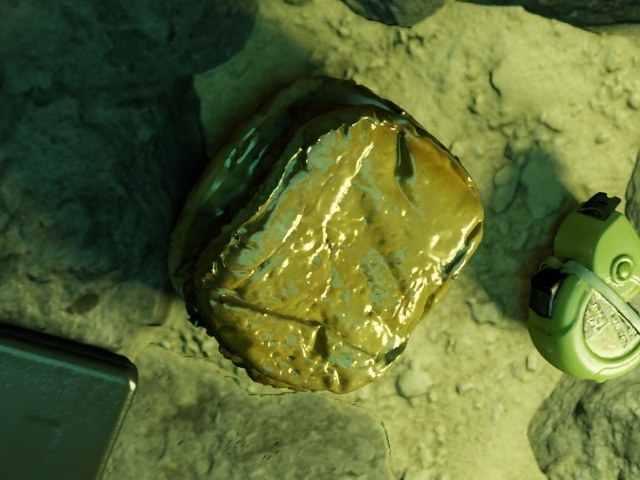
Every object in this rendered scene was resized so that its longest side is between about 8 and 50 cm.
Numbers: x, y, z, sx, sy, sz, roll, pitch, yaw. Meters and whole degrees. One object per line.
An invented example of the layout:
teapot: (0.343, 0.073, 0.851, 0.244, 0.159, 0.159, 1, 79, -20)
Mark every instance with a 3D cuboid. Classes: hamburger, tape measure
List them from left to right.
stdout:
hamburger: (0.000, -0.001, 1.291, 0.283, 0.144, 0.259, -49, 119, -2)
tape measure: (0.284, 0.066, 1.429, 0.154, 0.087, 0.177, -44, 117, -13)

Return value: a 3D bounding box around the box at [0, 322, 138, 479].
box: (-0.281, 0.200, 1.318, 0.160, 0.050, 0.230, 18, 102, -22)
